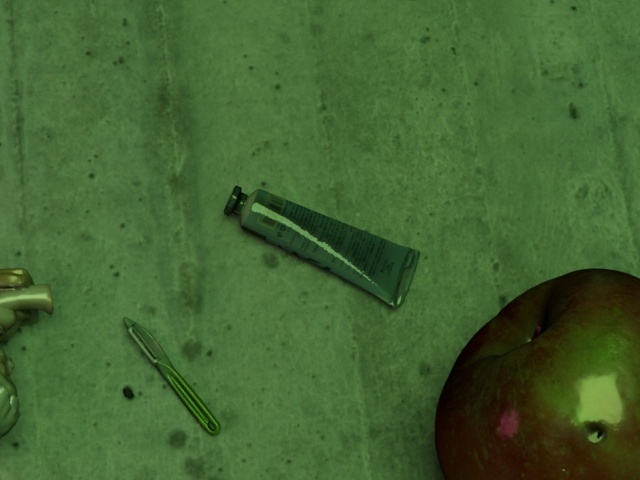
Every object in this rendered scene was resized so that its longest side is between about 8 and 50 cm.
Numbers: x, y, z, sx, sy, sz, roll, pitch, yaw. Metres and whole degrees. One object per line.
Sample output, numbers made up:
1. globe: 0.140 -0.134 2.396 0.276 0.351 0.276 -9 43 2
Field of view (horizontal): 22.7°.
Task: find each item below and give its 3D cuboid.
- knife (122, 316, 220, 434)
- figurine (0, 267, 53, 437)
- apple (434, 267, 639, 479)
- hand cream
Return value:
1. knife: -0.182 0.165 1.960 0.022 0.026 0.184 -42 82 21
2. figurine: -0.394 0.151 1.865 0.141 0.162 0.237 5 53 -1
3. apple: 0.299 0.209 1.853 0.348 0.348 0.277 -44 101 -19
4. hand cream: 0.000 0.000 2.028 0.256 0.055 0.088 23 62 -3
